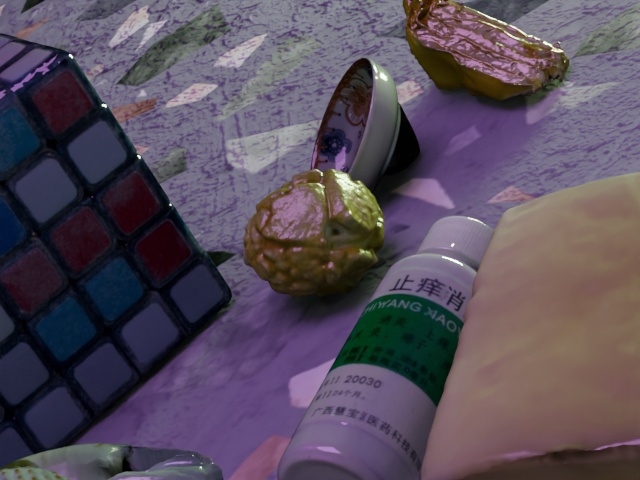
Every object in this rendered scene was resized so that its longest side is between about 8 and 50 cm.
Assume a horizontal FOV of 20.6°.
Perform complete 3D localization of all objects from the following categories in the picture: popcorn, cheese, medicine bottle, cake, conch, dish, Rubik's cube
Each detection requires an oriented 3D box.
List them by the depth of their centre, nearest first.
[{"bbox_3d":[0.201,0.071,1.004,0.243,0.124,0.265,-5,35,22],"label":"cheese"},{"bbox_3d":[-0.164,0.216,1.226,0.200,0.131,0.172,-3,0,-1],"label":"conch"},{"bbox_3d":[0.060,0.089,1.235,0.095,0.095,0.260,-12,32,36],"label":"medicine bottle"},{"bbox_3d":[0.000,0.000,1.458,0.121,0.116,0.106,-3,37,-45],"label":"popcorn"},{"bbox_3d":[-0.308,0.009,1.563,0.292,0.287,0.293,-41,28,-19],"label":"Rubik's cube"},{"bbox_3d":[0.052,-0.087,1.589,0.141,0.078,0.141,-162,90,-73],"label":"dish"},{"bbox_3d":[0.145,-0.157,1.637,0.185,0.116,0.079,27,62,25],"label":"cake"}]
